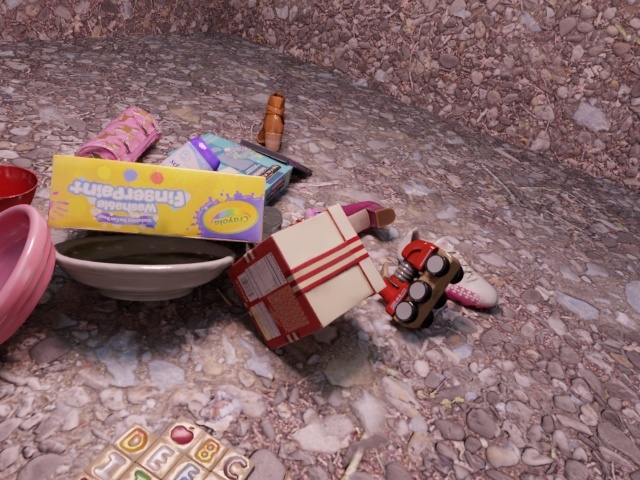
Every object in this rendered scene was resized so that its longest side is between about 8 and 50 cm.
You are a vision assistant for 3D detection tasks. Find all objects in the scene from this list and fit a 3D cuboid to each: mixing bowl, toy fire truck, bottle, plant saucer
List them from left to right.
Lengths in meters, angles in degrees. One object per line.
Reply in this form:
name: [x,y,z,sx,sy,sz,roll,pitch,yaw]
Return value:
plant saucer: [-0.636,0.087,0.931,0.084,0.332,0.332,46,5,-45]
mixing bowl: [-0.852,-0.118,1.283,0.181,0.098,0.181,10,33,-7]
plant saucer: [-0.400,0.064,1.109,0.400,0.100,0.400,5,8,-1]
bottle: [-0.436,-0.183,1.428,0.118,0.283,0.092,51,-8,-8]
toy fire truck: [0.235,0.092,1.305,0.158,0.217,0.246,23,12,-48]

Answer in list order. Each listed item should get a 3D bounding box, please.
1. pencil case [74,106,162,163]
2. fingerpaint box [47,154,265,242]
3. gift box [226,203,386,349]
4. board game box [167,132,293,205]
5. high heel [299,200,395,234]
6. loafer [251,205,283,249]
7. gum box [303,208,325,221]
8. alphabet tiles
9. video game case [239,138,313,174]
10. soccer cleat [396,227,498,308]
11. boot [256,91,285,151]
pencil case: [-0.666,-0.317,1.610,0.160,0.167,0.386,43,26,-22]
fingerpaint box: [-0.383,-0.092,1.207,0.445,0.163,0.371,4,0,-13]
gift box: [-0.040,0.078,1.131,0.258,0.276,0.255,-26,90,-42]
board game box: [-0.298,-0.235,1.609,0.336,0.079,0.254,24,33,9]
high heel: [0.047,-0.052,1.570,0.377,0.127,0.181,-8,10,-25]
loafer: [-0.167,-0.012,1.415,0.096,0.084,0.267,11,29,-7]
gum box: [0.000,0.000,1.353,0.107,0.188,0.062,3,35,-17]
alphabet tiles: [-0.266,0.437,0.751,0.285,0.011,0.342,25,34,17]
video game case: [-0.157,-0.309,1.798,0.196,0.026,0.274,24,5,16]
soccer cleat: [0.380,0.078,1.425,0.331,0.143,0.116,28,35,20]
boot: [-0.202,-0.502,1.990,0.109,0.220,0.283,5,21,-8]
